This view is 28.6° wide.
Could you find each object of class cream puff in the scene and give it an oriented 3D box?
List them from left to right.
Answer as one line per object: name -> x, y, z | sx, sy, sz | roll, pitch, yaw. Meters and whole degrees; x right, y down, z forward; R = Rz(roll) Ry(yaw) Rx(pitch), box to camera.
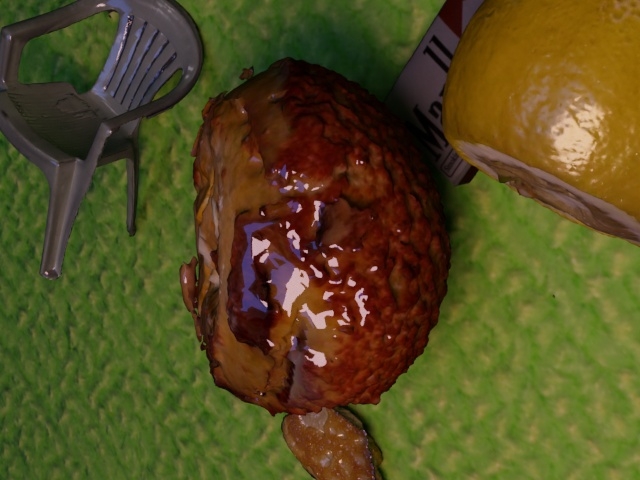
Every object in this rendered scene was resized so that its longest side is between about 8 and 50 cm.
cream puff -> 0.001, 0.004, 1.146 | 0.350, 0.229, 0.350 | 180, 90, -77

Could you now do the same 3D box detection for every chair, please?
chair -> -0.264, -0.136, 1.412 | 0.203, 0.190, 0.274 | 44, 132, 25

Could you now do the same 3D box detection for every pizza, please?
pizza -> 0.020, 0.218, 1.314 | 0.160, 0.036, 0.099 | 32, 119, 32

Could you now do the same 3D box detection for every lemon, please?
lemon -> 0.223, -0.123, 0.936 | 0.240, 0.240, 0.219 | 27, 91, 35

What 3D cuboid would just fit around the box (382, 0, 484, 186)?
box -> 0.135, -0.151, 1.134 | 0.115, 0.036, 0.177 | 49, 127, 24
